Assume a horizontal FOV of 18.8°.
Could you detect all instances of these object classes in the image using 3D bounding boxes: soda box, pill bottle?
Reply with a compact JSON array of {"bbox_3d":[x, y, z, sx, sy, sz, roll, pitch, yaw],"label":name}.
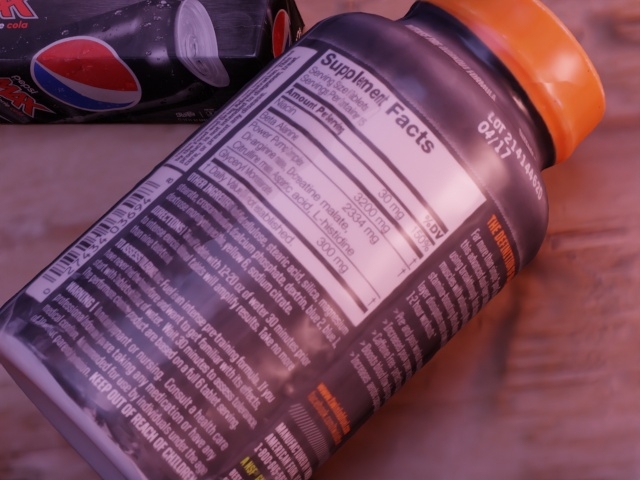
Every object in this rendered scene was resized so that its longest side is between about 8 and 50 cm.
[{"bbox_3d":[-0.097,-0.091,0.892,0.169,0.053,0.060,1,59,17],"label":"soda box"},{"bbox_3d":[0.000,0.000,0.762,0.246,0.130,0.130,-43,57,-13],"label":"pill bottle"}]
